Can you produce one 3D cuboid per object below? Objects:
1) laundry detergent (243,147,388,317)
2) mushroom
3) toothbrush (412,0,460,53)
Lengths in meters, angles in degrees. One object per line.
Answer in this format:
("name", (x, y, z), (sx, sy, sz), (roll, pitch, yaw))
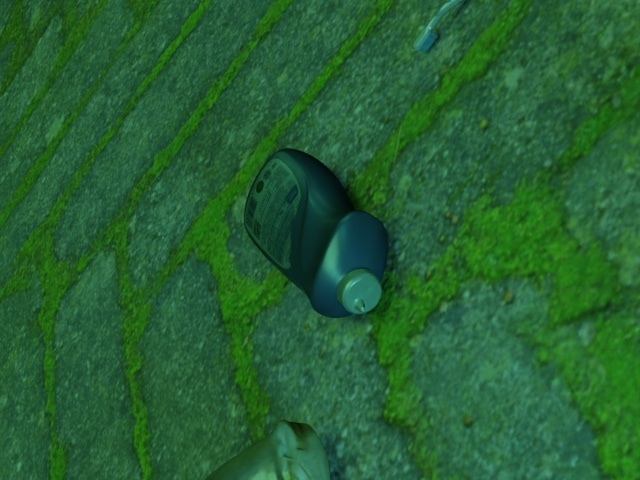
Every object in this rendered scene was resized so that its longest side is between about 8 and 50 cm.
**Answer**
("laundry detergent", (-0.001, 0.000, 0.959), (0.097, 0.061, 0.206), (-56, 34, 11))
("mushroom", (-0.106, 0.291, 0.897), (0.351, 0.097, 0.109), (-59, 33, 6))
("toothbrush", (0.130, -0.221, 0.951), (0.162, 0.017, 0.014), (-52, 41, 22))
